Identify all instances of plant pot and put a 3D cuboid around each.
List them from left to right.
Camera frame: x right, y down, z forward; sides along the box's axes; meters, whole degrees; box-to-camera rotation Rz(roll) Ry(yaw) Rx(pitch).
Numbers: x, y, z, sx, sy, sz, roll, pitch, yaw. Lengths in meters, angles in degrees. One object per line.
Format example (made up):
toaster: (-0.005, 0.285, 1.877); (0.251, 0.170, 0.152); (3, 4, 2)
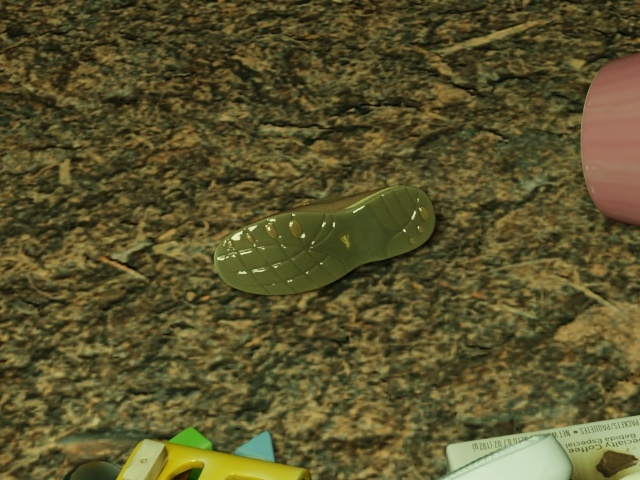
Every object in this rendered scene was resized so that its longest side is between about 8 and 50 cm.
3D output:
plant pot: (0.306, -0.077, 1.395); (0.180, 0.201, 0.201); (1, 37, 35)

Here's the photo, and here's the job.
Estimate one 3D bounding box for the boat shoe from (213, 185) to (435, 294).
boat shoe: (0.000, 0.000, 1.440); (0.178, 0.064, 0.060); (-16, 9, -13)

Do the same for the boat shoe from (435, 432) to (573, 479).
boat shoe: (0.019, 0.215, 1.020); (0.302, 0.109, 0.094); (-32, 83, -1)

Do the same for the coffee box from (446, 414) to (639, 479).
coffee box: (0.181, 0.246, 1.054); (0.168, 0.119, 0.297); (-9, 39, -3)

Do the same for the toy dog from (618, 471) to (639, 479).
toy dog: (0.075, 0.283, 0.772); (0.408, 0.284, 0.395); (32, 63, 21)

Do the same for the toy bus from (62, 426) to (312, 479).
toy bus: (-0.102, 0.180, 1.188); (0.202, 0.104, 0.191); (-21, 41, -18)
